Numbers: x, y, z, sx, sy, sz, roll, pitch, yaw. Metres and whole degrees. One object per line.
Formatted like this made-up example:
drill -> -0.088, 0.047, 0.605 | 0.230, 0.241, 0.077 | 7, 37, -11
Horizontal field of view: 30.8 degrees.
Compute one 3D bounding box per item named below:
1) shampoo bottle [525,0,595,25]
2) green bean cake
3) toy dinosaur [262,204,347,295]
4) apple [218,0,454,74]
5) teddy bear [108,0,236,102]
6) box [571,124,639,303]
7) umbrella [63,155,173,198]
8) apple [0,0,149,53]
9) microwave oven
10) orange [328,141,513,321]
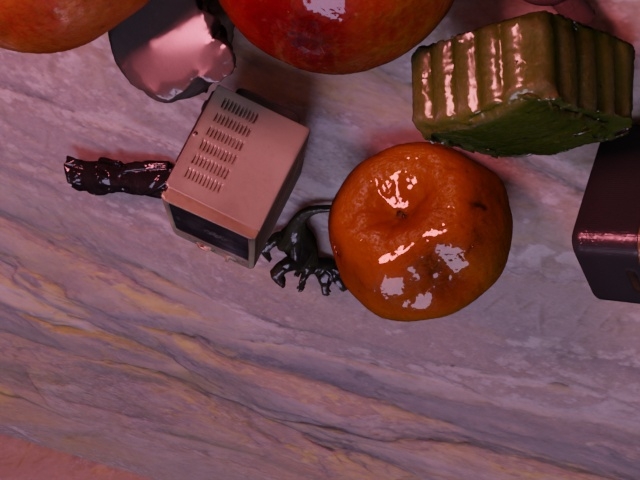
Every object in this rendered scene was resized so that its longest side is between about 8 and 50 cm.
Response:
shampoo bottle -> 0.230, -0.284, 1.221 | 0.080, 0.040, 0.165 | -18, 132, 43
green bean cake -> 0.223, -0.163, 1.281 | 0.214, 0.113, 0.200 | 8, 166, -39
toy dinosaur -> 0.000, 0.000, 1.815 | 0.179, 0.087, 0.187 | -39, 142, 14
apple -> 0.002, -0.284, 1.234 | 0.293, 0.163, 0.251 | 17, 150, 1
teddy bear -> -0.172, -0.260, 1.375 | 0.171, 0.251, 0.144 | 38, 103, -12
box -> 0.374, -0.032, 1.384 | 0.090, 0.201, 0.144 | 2, 146, 33
umbrella -> -0.282, -0.095, 1.787 | 0.235, 0.059, 0.066 | 6, 168, 18
apple -> -0.285, -0.335, 1.200 | 0.299, 0.299, 0.275 | 3, 150, 25
microwave oven -> -0.111, -0.085, 1.540 | 0.145, 0.194, 0.240 | 23, 169, 1
orange -> 0.136, 0.000, 1.550 | 0.249, 0.249, 0.183 | 2, 161, 26
